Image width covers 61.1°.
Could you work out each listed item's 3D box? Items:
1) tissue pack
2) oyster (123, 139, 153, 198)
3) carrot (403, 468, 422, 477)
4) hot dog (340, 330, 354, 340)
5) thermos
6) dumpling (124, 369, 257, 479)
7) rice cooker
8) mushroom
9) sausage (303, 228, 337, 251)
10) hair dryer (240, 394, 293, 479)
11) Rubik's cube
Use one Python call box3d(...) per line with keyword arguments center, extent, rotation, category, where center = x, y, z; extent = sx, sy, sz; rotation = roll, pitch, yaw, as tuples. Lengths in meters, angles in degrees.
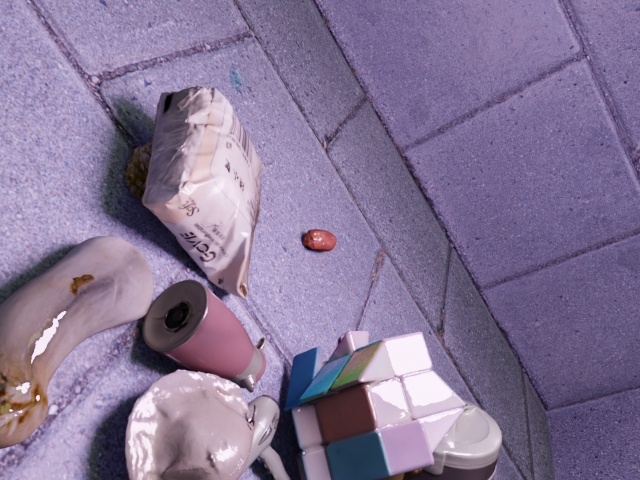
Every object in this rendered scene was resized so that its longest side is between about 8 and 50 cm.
box3d(center=(-0.232, -0.115, 1.217), extent=(0.375, 0.195, 0.390), rotation=(59, 24, -49), category="tissue pack")
box3d(center=(-0.377, -0.144, 1.184), extent=(0.146, 0.045, 0.121), rotation=(-64, 138, -58), category="oyster")
box3d(center=(0.196, 0.596, 1.399), extent=(0.049, 0.254, 0.049), rotation=(9, 58, -14), category="carrot")
box3d(center=(0.124, 0.360, 1.641), extent=(0.191, 0.059, 0.108), rotation=(58, 24, -7), category="hot dog")
box3d(center=(-0.212, 0.196, 1.083), extent=(0.265, 0.146, 0.176), rotation=(51, 9, -47), category="thermos")
box3d(center=(-0.226, 0.350, 0.922), extent=(0.205, 0.163, 0.293), rotation=(27, 32, 1), category="dumpling")
box3d(center=(0.340, 0.578, 1.473), extent=(0.288, 0.288, 0.277), rotation=(-28, 128, -64), category="rice cooker")
box3d(center=(-0.390, 0.131, 0.812), extent=(0.177, 0.126, 0.397), rotation=(66, 21, -16), category="mushroom")
box3d(center=(0.000, 0.000, 1.709), extent=(0.141, 0.076, 0.076), rotation=(10, 58, -58), category="sausage")
box3d(center=(-0.129, 0.471, 1.068), extent=(0.229, 0.092, 0.267), rotation=(-26, 100, -57), category="hair dryer")
box3d(center=(0.109, 0.389, 1.233), extent=(0.368, 0.387, 0.358), rotation=(-8, 67, -20), category="Rubik's cube")
